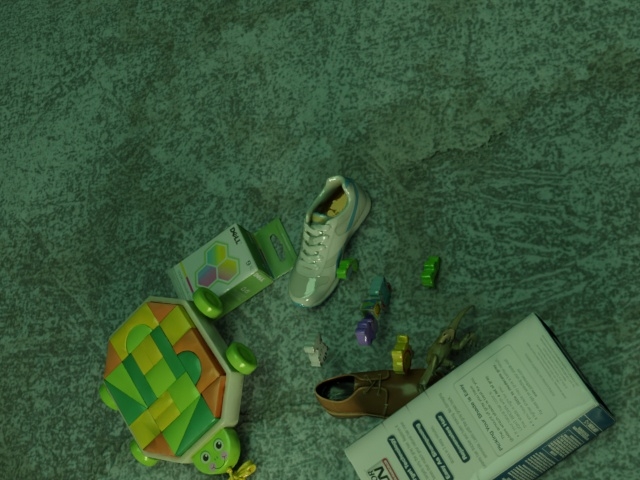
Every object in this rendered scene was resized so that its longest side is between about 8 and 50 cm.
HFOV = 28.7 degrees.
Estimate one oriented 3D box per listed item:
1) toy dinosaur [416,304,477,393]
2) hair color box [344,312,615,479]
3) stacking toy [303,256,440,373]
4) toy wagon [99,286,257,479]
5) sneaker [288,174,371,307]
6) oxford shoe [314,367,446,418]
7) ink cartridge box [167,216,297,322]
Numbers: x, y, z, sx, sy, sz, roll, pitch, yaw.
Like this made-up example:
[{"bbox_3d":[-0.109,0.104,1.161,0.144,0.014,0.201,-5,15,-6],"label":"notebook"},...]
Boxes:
[{"bbox_3d":[0.189,0.152,1.866,0.183,0.053,0.092,-59,13,-22],"label":"toy dinosaur"},{"bbox_3d":[0.226,0.281,1.797,0.347,0.105,0.174,-37,56,9],"label":"hair color box"},{"bbox_3d":[0.086,0.113,1.970,0.167,0.052,0.221,1,47,27],"label":"stacking toy"},{"bbox_3d":[-0.221,0.254,2.047,0.267,0.068,0.344,-45,61,19],"label":"toy wagon"},{"bbox_3d":[0.000,0.000,2.062,0.087,0.092,0.228,17,78,32],"label":"sneaker"},{"bbox_3d":[0.090,0.231,1.915,0.212,0.076,0.076,-12,60,20],"label":"oxford shoe"},{"bbox_3d":[-0.150,0.046,2.141,0.209,0.062,0.109,-34,56,11],"label":"ink cartridge box"}]
